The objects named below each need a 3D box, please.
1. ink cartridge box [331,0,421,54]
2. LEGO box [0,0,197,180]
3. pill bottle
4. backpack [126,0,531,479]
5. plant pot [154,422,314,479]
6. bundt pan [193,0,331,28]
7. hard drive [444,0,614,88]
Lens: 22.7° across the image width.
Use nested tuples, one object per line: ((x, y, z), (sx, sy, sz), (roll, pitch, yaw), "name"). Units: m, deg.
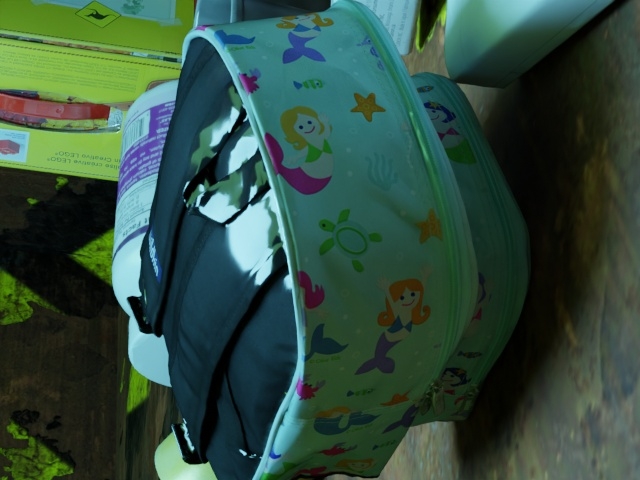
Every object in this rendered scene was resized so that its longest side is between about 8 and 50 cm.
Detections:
((0.049, -0.302, 1.036), (0.296, 0.066, 0.261), (98, 176, -69), "ink cartridge box")
((-0.324, -0.269, 1.940), (0.372, 0.500, 0.193), (-94, 16, -47), "LEGO box")
((-0.127, -0.006, 1.641), (0.169, 0.169, 0.302), (111, 162, -52), "pill bottle")
((0.000, 0.000, 0.865), (0.253, 0.191, 0.225), (99, 154, -57), "backpack")
((-0.054, 0.175, 1.312), (0.095, 0.134, 0.134), (-54, 21, 18), "plant pot")
((-0.045, -0.127, 1.396), (0.331, 0.124, 0.331), (-174, 90, -79), "bundt pan")
((0.132, -0.227, 0.739), (0.353, 0.047, 0.233), (140, 136, -75), "hard drive")
